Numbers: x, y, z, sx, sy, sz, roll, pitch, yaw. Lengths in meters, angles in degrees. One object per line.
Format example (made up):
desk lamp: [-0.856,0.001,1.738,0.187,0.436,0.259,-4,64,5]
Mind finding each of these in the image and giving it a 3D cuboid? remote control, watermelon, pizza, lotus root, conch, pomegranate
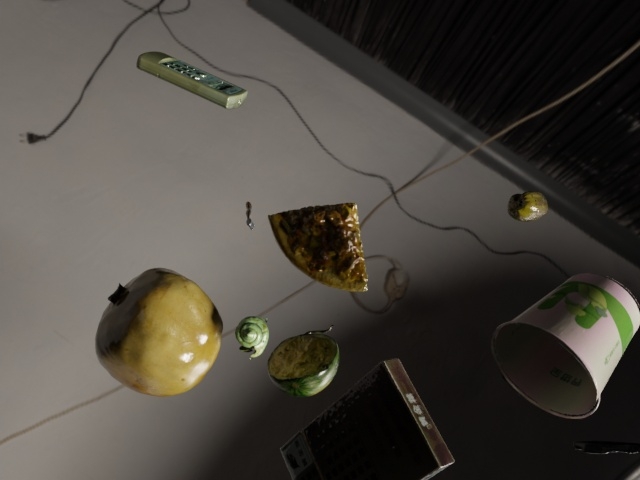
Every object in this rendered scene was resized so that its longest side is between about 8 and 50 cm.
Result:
remote control: [-0.274,-0.345,1.181,0.233,0.038,0.098,26,29,7]
watermelon: [-0.039,0.354,1.540,0.204,0.232,0.127,-17,110,3]
pizza: [-0.005,0.033,1.588,0.257,0.087,0.269,-8,101,16]
lotus root: [0.345,-0.056,0.912,0.099,0.054,0.049,-10,88,-48]
conch: [-0.162,0.241,1.377,0.079,0.170,0.106,6,85,8]
pomegranate: [-0.416,0.235,1.415,0.332,0.332,0.333,6,66,-13]

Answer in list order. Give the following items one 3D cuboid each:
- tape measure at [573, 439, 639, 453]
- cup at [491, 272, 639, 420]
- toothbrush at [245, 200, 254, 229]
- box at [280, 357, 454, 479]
tape measure: [0.744,0.425,1.190,0.215,0.351,0.098,7,70,-61]
cup: [0.569,0.223,1.250,0.273,0.253,0.253,-32,79,-28]
toothbrush: [-0.255,-0.097,1.970,0.023,0.321,0.031,-28,112,1]
box: [0.061,0.360,0.925,0.047,0.325,0.180,3,48,-44]
